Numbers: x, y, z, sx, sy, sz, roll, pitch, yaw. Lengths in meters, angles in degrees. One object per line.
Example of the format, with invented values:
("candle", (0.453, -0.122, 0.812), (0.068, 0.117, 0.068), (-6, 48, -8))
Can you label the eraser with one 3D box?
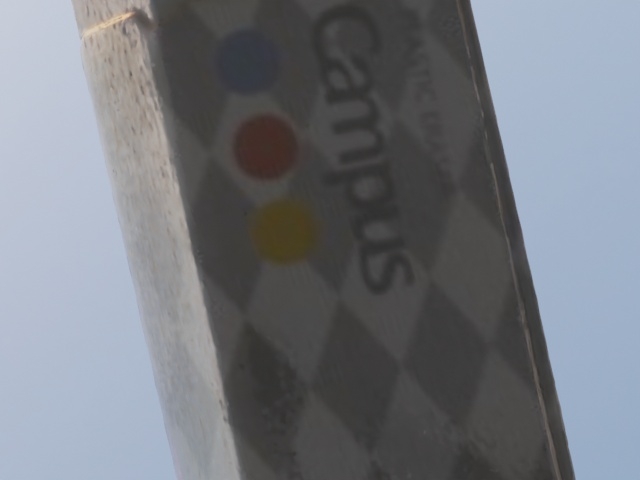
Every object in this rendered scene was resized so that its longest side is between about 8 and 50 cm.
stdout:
("eraser", (0.000, 0.001, 0.770), (0.213, 0.082, 0.396), (-12, -87, -9))
